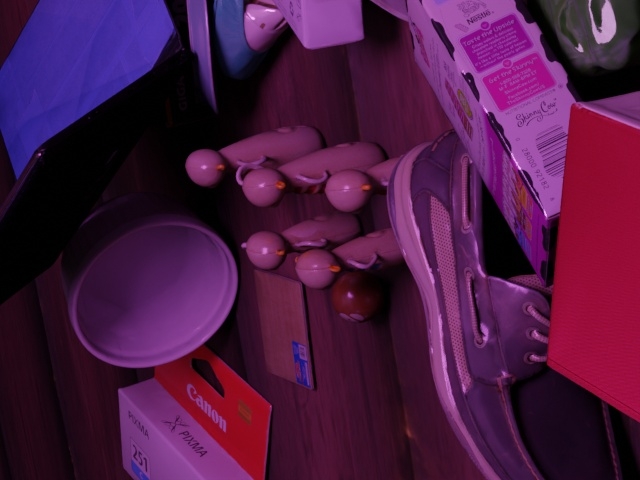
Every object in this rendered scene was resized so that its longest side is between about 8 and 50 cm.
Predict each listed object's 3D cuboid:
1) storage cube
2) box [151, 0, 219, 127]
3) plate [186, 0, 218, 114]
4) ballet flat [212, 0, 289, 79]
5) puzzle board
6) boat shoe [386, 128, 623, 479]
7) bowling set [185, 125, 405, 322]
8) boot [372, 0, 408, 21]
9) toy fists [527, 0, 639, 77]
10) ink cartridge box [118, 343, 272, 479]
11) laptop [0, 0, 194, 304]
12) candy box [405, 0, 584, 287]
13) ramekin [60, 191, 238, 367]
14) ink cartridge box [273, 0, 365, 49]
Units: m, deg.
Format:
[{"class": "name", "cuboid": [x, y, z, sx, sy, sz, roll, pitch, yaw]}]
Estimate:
[{"class": "storage cube", "cuboid": [0.281, 0.012, 0.928, 0.215, 0.184, 0.193, 31, 127, 50]}, {"class": "box", "cuboid": [-0.230, -0.308, 1.713, 0.257, 0.079, 0.322, 17, 117, 53]}, {"class": "plate", "cuboid": [-0.128, -0.228, 1.548, 0.188, 0.024, 0.188, 175, 90, -89]}, {"class": "ballet flat", "cuboid": [-0.061, -0.265, 1.461, 0.087, 0.083, 0.247, 23, 126, 31]}, {"class": "puzzle board", "cuboid": [-0.040, 0.100, 1.652, 0.096, 0.011, 0.128, 15, 116, 54]}, {"class": "boat shoe", "cuboid": [0.164, 0.064, 1.192, 0.130, 0.132, 0.355, -40, 70, 55]}, {"class": "bowling set", "cuboid": [0.000, 0.000, 1.403, 0.287, 0.154, 0.199, 11, 112, 57]}, {"class": "boot", "cuboid": [0.066, -0.314, 1.252, 0.189, 0.076, 0.208, 50, 148, 38]}, {"class": "toy fists", "cuboid": [0.240, -0.186, 0.995, 0.279, 0.096, 0.142, 9, 103, 59]}, {"class": "ink cartridge box", "cuboid": [-0.170, 0.260, 1.880, 0.296, 0.066, 0.261, 36, 133, 46]}, {"class": "laptop", "cuboid": [-0.333, -0.131, 1.559, 0.236, 0.408, 0.382, 42, 129, 2]}, {"class": "candy box", "cuboid": [0.147, -0.098, 1.101, 0.233, 0.071, 0.159, 62, 178, 21]}, {"class": "ramekin", "cuboid": [-0.212, 0.040, 1.726, 0.109, 0.207, 0.207, -128, 37, -50]}, {"class": "ink cartridge box", "cuboid": [-0.019, -0.354, 1.284, 0.165, 0.065, 0.332, -117, 17, -57]}]
